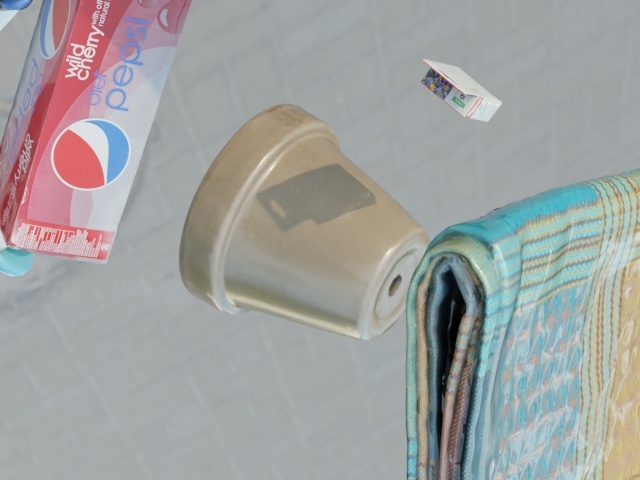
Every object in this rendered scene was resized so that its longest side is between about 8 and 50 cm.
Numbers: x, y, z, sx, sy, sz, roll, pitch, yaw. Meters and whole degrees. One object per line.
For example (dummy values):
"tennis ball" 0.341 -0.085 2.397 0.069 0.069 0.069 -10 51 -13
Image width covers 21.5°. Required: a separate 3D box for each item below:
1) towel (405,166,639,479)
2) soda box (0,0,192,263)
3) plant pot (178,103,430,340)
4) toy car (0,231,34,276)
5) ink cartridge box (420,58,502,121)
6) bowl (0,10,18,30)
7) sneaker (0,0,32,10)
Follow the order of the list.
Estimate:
"towel" 0.147 0.098 0.830 0.370 0.040 0.271 -15 110 -54
"soda box" -0.170 -0.119 1.248 0.083 0.092 0.263 9 116 -27
"plant pot" 0.000 0.000 1.987 0.263 0.229 0.263 -46 152 -33
"toy car" -0.399 -0.020 1.961 0.159 0.182 0.136 -31 140 -66
"ink cartridge box" 0.139 -0.154 1.731 0.029 0.063 0.115 -54 161 16
"bowl" -0.428 -0.242 1.717 0.298 0.134 0.298 -42 -177 3
"sneaker" -0.290 -0.190 1.153 0.221 0.087 0.083 -12 128 -37
